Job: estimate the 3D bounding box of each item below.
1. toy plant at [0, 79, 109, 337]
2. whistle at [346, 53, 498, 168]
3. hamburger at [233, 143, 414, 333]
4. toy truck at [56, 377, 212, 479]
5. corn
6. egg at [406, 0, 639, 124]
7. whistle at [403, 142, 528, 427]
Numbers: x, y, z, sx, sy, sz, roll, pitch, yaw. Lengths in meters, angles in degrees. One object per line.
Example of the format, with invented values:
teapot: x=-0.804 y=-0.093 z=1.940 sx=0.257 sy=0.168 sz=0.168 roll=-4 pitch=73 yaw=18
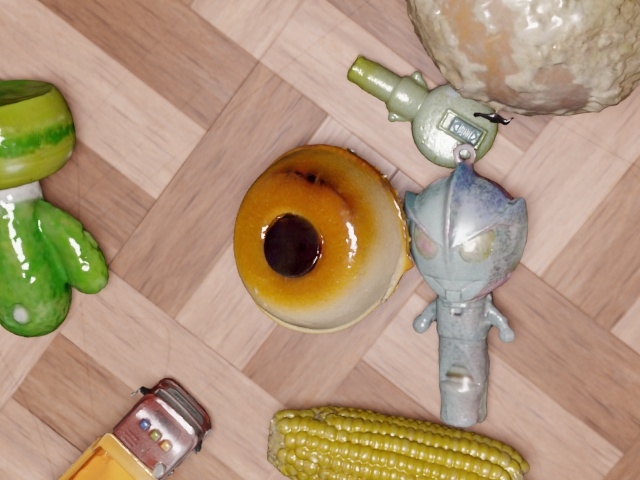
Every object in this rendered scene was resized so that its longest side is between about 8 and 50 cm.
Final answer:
toy plant: x=-0.379 y=-0.030 z=1.255 sx=0.224 sy=0.184 sz=0.315 roll=1 pitch=112 yaw=11
whistle: x=0.123 y=-0.164 z=1.225 sx=0.198 sy=0.057 sz=0.104 roll=32 pitch=97 yaw=1
hamburger: x=-0.003 y=-0.003 z=1.201 sx=0.237 sy=0.147 sz=0.237 roll=1 pitch=93 yaw=26
toy truck: x=-0.263 y=0.300 z=1.272 sx=0.114 sy=0.135 sz=0.270 roll=44 pitch=98 yaw=1
corn: x=0.102 y=0.279 z=1.237 sx=0.347 sy=0.130 sz=0.130 roll=14 pitch=97 yaw=8
egg: x=0.232 y=-0.272 z=1.107 sx=0.310 sy=0.279 sz=0.279 roll=27 pitch=99 yaw=-23
whistle: x=0.174 y=0.054 z=1.217 sx=0.142 sy=0.133 sz=0.346 roll=-2 pitch=105 yaw=3
